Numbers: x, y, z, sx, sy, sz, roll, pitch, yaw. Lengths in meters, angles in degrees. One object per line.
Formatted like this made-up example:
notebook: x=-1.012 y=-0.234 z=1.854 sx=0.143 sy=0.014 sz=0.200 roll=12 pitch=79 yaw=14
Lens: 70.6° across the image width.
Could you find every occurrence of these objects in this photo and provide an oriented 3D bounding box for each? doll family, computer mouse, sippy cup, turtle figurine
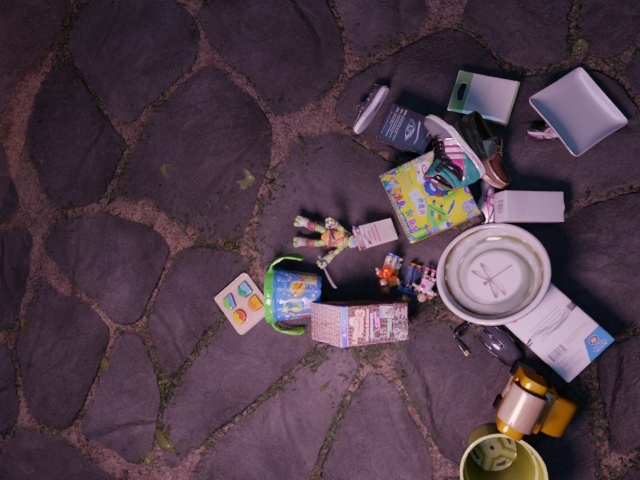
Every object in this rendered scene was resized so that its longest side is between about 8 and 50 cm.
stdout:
doll family: x=0.329 y=0.162 z=1.800 sx=0.263 sy=0.118 sz=0.163 roll=21 pitch=86 yaw=-5
computer mouse: x=0.640 y=0.401 z=1.732 sx=0.184 sy=0.060 sz=0.262 roll=-41 pitch=80 yaw=7
sippy cup: x=-0.103 y=0.219 z=1.832 sx=0.224 sy=0.305 sz=0.240 roll=-1 pitch=53 yaw=2
turtle figurine: x=0.000 y=0.000 z=1.804 sx=0.267 sy=0.197 sz=0.274 roll=14 pitch=52 yaw=28

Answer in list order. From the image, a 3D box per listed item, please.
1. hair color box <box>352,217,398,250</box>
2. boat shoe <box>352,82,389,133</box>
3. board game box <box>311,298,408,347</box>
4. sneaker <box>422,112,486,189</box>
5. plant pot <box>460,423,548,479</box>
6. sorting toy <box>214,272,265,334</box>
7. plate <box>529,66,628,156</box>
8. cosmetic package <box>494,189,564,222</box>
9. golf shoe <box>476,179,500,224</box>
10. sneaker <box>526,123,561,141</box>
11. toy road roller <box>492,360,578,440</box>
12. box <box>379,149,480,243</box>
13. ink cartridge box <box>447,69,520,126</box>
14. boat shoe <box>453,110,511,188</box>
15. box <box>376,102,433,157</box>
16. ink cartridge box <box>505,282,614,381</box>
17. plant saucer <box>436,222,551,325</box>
hair color box: x=0.219 y=-0.025 z=1.799 sx=0.167 sy=0.053 sz=0.093 roll=-14 pitch=82 yaw=-33
boat shoe: x=0.191 y=-0.551 z=1.866 sx=0.076 sy=0.080 sz=0.228 roll=34 pitch=94 yaw=18
board game box: x=0.144 y=0.301 z=1.694 sx=0.291 sy=0.232 sz=0.141 roll=1 pitch=86 yaw=-27
sneaker: x=0.424 y=-0.295 z=1.607 sx=0.178 sy=0.124 sz=0.295 roll=-37 pitch=81 yaw=-3
plant pot: x=0.633 y=0.789 z=1.617 sx=0.276 sy=0.254 sz=0.275 roll=-1 pitch=87 yaw=13
sorting toy: x=-0.339 y=0.275 z=1.965 sx=0.193 sy=0.038 sz=0.208 roll=-41 pitch=80 yaw=8
plate: x=0.946 y=-0.473 z=1.675 sx=0.278 sy=0.045 sz=0.277 roll=-32 pitch=81 yaw=-12
cosmetic package: x=0.776 y=-0.124 z=1.683 sx=0.231 sy=0.085 sz=0.117 roll=2 pitch=87 yaw=-7
golf shoe: x=0.641 y=-0.148 z=1.752 sx=0.086 sy=0.067 sz=0.186 roll=-13 pitch=85 yaw=12
sneaker: x=0.873 y=-0.421 z=1.720 sx=0.179 sy=0.072 sz=0.077 roll=2 pitch=80 yaw=2
toy road roller: x=0.753 y=0.574 z=1.560 sx=0.241 sy=0.329 sz=0.202 roll=25 pitch=97 yaw=20
box: x=0.417 y=-0.168 z=1.746 sx=0.279 sy=0.177 sz=0.289 roll=-24 pitch=82 yaw=10
ink cartridge box: x=0.639 y=-0.558 z=1.778 sx=0.235 sy=0.056 sz=0.171 roll=17 pitch=91 yaw=16
boat shoe: x=0.630 y=-0.346 z=1.717 sx=0.324 sy=0.123 sz=0.116 roll=58 pitch=142 yaw=8
box: x=0.350 y=-0.432 z=1.808 sx=0.207 sy=0.108 sz=0.153 roll=28 pitch=93 yaw=12
ink cartridge box: x=0.847 y=0.318 z=1.654 sx=0.307 sy=0.129 sz=0.223 roll=44 pitch=97 yaw=10
plant saucer: x=0.640 y=0.131 z=1.678 sx=0.401 sy=0.100 sz=0.400 roll=-16 pitch=58 yaw=26
